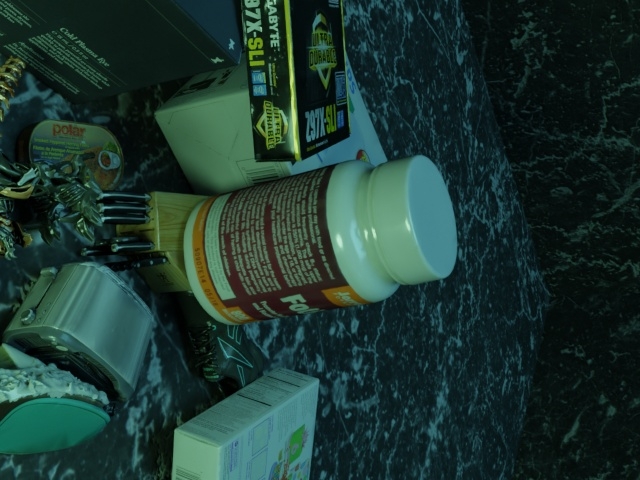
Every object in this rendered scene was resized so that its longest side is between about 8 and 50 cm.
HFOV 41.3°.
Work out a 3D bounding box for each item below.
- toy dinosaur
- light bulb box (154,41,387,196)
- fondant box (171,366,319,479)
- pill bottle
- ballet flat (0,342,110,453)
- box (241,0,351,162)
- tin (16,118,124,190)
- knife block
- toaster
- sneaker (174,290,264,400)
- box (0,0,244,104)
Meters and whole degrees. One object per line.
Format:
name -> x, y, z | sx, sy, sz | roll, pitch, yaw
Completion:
toy dinosaur -> -0.406, -0.066, 1.077 | 0.218, 0.164, 0.322 | 13, 101, -39
light bulb box -> -0.074, -0.192, 1.617 | 0.361, 0.225, 0.358 | -58, 133, -47
fondant box -> -0.126, 0.389, 1.479 | 0.330, 0.096, 0.238 | -20, 119, -59
pill bottle -> 0.000, 0.000, 1.340 | 0.224, 0.392, 0.224 | 31, 54, -53
ballet flat -> -0.421, 0.181, 1.029 | 0.409, 0.147, 0.147 | 18, 69, -60
box -> -0.029, -0.267, 1.307 | 0.322, 0.079, 0.257 | -41, 130, -71
tin -> -0.370, -0.123, 1.265 | 0.189, 0.040, 0.106 | -1, 89, -60
knife block -> -0.270, -0.043, 1.373 | 0.242, 0.088, 0.276 | 61, 36, -36
toaster -> -0.326, 0.133, 1.198 | 0.227, 0.129, 0.146 | 53, 39, -41
sneaker -> -0.180, 0.178, 1.481 | 0.267, 0.101, 0.106 | 61, 38, -34
box -> -0.313, -0.364, 1.131 | 0.343, 0.312, 0.179 | 39, 52, -53
